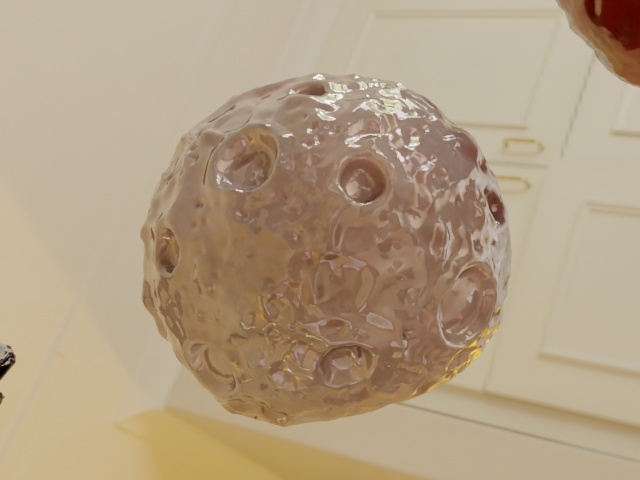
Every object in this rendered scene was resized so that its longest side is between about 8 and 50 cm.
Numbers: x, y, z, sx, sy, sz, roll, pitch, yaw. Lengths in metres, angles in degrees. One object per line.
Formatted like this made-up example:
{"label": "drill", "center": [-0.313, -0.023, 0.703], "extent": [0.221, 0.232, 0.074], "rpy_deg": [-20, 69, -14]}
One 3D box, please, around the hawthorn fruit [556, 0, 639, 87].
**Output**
{"label": "hawthorn fruit", "center": [0.265, -0.230, 0.712], "extent": [0.258, 0.258, 0.261], "rpy_deg": [-16, -76, -54]}

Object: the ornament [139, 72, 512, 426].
{"label": "ornament", "center": [0.000, 0.000, 0.717], "extent": [0.259, 0.259, 0.225], "rpy_deg": [-20, -83, -53]}

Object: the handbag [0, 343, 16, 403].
{"label": "handbag", "center": [-0.382, 0.129, 0.834], "extent": [0.203, 0.216, 0.074], "rpy_deg": [23, -136, -30]}
